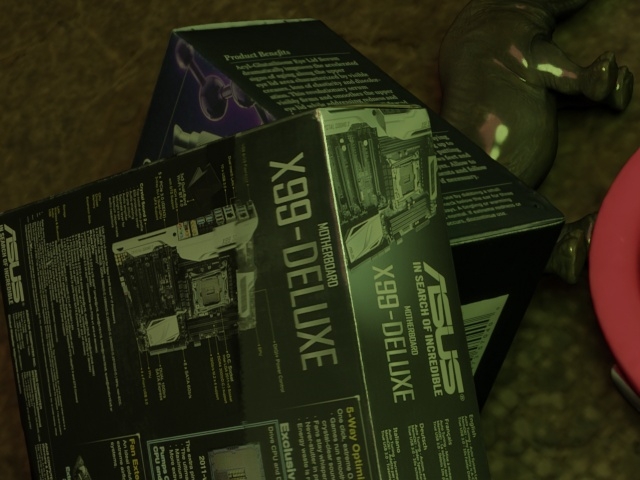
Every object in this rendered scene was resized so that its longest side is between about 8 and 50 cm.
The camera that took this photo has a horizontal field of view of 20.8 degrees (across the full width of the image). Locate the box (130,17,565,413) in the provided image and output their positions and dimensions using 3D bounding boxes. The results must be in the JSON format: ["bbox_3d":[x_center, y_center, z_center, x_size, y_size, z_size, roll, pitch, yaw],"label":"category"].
[{"bbox_3d":[0.000,0.000,0.904,0.207,0.108,0.153,41,125,34],"label":"box"}]

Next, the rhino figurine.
[{"bbox_3d":[0.114,-0.088,0.965,0.106,0.073,0.243,5,68,22],"label":"rhino figurine"}]

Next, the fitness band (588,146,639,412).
[{"bbox_3d":[0.264,0.041,0.857,0.209,0.054,0.291,-44,59,-4],"label":"fitness band"}]

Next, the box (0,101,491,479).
[{"bbox_3d":[-0.036,0.111,0.808,0.242,0.077,0.307,-16,82,43],"label":"box"}]
